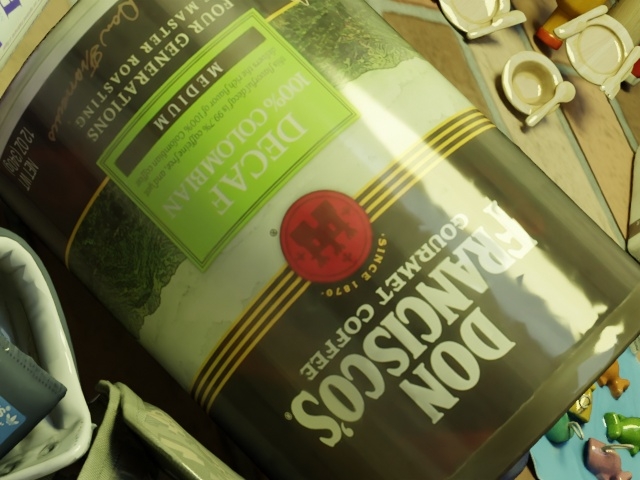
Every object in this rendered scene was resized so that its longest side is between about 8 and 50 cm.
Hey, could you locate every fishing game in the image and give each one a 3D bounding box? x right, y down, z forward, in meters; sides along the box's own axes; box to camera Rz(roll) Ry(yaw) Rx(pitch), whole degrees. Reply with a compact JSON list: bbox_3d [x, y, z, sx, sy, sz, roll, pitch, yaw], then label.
[{"bbox_3d":[0.192,0.109,1.061,0.264,0.041,0.189,47,38,-9],"label":"fishing game"}]

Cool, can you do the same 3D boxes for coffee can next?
[{"bbox_3d":[0.000,0.000,0.753,0.275,0.201,0.201,45,34,8],"label":"coffee can"}]

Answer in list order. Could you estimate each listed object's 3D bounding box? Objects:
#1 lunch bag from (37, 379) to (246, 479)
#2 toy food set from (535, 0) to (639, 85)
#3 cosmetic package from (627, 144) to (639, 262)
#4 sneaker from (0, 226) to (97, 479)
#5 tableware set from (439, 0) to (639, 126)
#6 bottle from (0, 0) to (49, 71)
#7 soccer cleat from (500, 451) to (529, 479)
[{"bbox_3d":[-0.044,0.200,0.608,0.235,0.169,0.287,42,29,-10],"label":"lunch bag"},{"bbox_3d":[0.268,-0.209,1.399,0.111,0.104,0.232,39,17,3],"label":"toy food set"},{"bbox_3d":[0.371,-0.016,1.274,0.183,0.151,0.151,41,36,-18],"label":"cosmetic package"},{"bbox_3d":[-0.172,0.110,0.519,0.099,0.153,0.282,46,41,-35],"label":"sneaker"},{"bbox_3d":[0.178,-0.176,1.255,0.141,0.020,0.169,-34,90,-25],"label":"tableware set"},{"bbox_3d":[-0.209,-0.105,0.738,0.118,0.092,0.283,42,37,-17],"label":"bottle"},{"bbox_3d":[0.036,0.026,0.936,0.289,0.093,0.121,63,6,21],"label":"soccer cleat"}]
